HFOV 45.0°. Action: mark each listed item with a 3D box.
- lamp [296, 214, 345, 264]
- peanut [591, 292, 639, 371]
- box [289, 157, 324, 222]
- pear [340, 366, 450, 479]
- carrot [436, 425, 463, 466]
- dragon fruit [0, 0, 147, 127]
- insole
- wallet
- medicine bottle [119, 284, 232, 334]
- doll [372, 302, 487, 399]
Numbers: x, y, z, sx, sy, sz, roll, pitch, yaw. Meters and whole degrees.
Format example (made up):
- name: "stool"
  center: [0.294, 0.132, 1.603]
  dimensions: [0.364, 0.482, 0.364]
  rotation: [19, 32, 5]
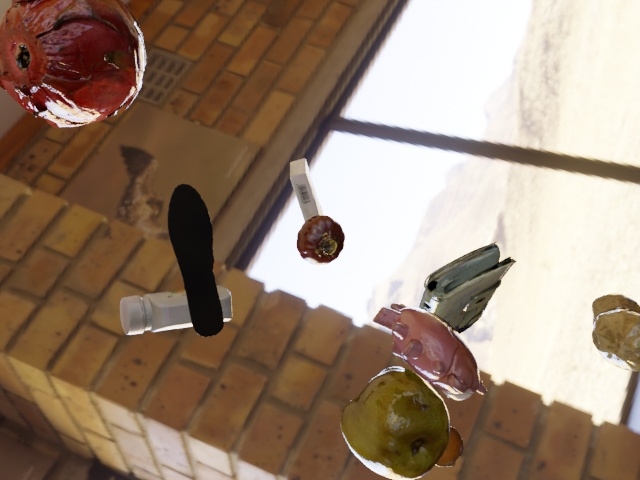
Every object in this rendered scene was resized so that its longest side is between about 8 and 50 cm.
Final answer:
- name: "lamp"
  center: [0.000, 0.000, 1.515]
  dimensions: [0.090, 0.101, 0.101]
  rotation: [33, 105, 60]
- name: "peanut"
  center: [0.654, 0.196, 1.683]
  dimensions: [0.290, 0.130, 0.130]
  rotation: [-43, -28, -72]
- name: "box"
  center: [-0.025, -0.083, 1.605]
  dimensions: [0.084, 0.040, 0.154]
  rotation: [-99, -9, -64]
- name: "pear"
  center: [0.143, 0.337, 1.425]
  dimensions: [0.200, 0.200, 0.200]
  rotation: [21, -90, -78]
- name: "carrot"
  center: [0.236, 0.455, 1.822]
  dimensions: [0.102, 0.102, 0.263]
  rotation: [-67, 18, -8]
- name: "dragon fruit"
  center: [-0.392, -0.297, 1.223]
  dimensions: [0.252, 0.241, 0.241]
  rotation: [-59, -10, -89]
- name: "insole"
  center: [-0.255, 0.038, 1.586]
  dimensions: [0.109, 0.007, 0.322]
  rotation: [-6, -98, -43]
- name: "wallet"
  center: [0.288, 0.140, 1.672]
  dimensions: [0.223, 0.077, 0.309]
  rotation: [-29, -26, -20]
- name: "medicine bottle"
  center: [-0.409, 0.194, 2.190]
  dimensions: [0.161, 0.296, 0.111]
  rotation: [10, 105, 63]
- name: "doll"
  center: [0.180, 0.171, 1.255]
  dimensions: [0.093, 0.211, 0.262]
  rotation: [-52, 30, 8]
